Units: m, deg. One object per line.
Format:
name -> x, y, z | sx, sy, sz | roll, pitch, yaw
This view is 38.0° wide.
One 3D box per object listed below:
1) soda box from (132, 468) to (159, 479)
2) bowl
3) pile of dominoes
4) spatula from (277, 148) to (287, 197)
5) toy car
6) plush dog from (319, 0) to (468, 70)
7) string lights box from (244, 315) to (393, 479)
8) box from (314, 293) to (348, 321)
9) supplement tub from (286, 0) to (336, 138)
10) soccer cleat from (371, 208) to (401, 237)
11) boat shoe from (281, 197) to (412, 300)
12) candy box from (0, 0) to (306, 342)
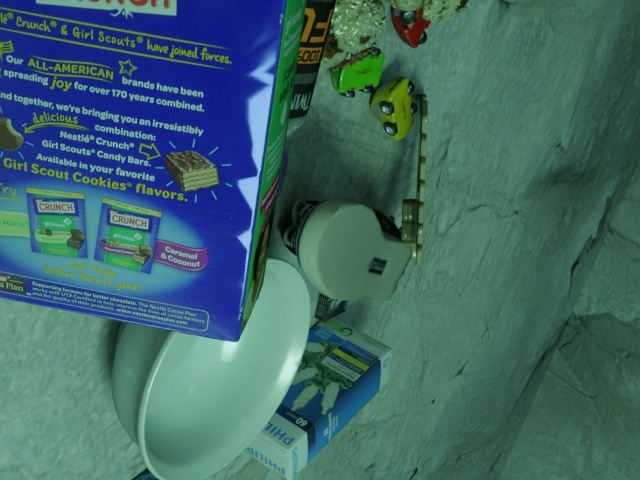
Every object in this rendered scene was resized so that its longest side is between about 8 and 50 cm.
soda box -> -0.232, 0.419, 1.295 | 0.071, 0.067, 0.210 | -32, 139, -43
bowl -> -0.152, 0.133, 1.129 | 0.298, 0.134, 0.298 | -37, 141, -38
pile of dominoes -> 0.138, -0.096, 1.414 | 0.196, 0.040, 0.251 | -62, 154, -79
spatula -> -0.140, -0.075, 1.090 | 0.296, 0.030, 0.084 | -12, 122, -54
toy car -> 0.077, -0.247, 1.286 | 0.225, 0.053, 0.239 | -21, 129, -51
plush dog -> 0.026, -0.296, 1.070 | 0.225, 0.210, 0.262 | -52, 162, 18
string lights box -> -0.016, 0.236, 1.432 | 0.260, 0.133, 0.076 | -38, 143, -39
box -> 0.024, 0.084, 1.495 | 0.067, 0.018, 0.083 | -19, 128, -53
supplement tub -> -0.085, -0.226, 0.895 | 0.193, 0.194, 0.316 | -15, 125, -54
soccer cleat -> 0.098, 0.017, 1.524 | 0.072, 0.060, 0.179 | -49, 150, -23
boat shoe -> 0.000, 0.000, 1.231 | 0.127, 0.158, 0.340 | -64, 157, -3
candy box -> -0.166, -0.096, 0.781 | 0.122, 0.268, 0.317 | -76, 177, -63
